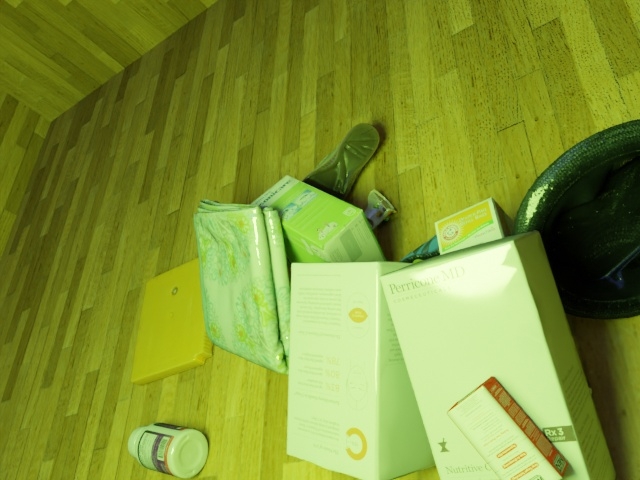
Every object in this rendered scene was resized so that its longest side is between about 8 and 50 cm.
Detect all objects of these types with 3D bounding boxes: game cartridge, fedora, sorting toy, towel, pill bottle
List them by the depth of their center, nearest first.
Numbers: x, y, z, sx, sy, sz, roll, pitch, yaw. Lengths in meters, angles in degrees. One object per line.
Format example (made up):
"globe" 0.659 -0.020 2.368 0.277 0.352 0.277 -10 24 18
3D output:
"fedora" 0.466 -0.041 0.957 0.334 0.334 0.152 -37 11 18
"towel" -0.181 0.094 1.363 0.320 0.090 0.374 7 107 56
"sorting toy" 0.129 -0.062 1.391 0.075 0.045 0.083 -48 42 16
"pill bottle" -0.363 0.485 1.407 0.194 0.108 0.108 -5 60 40
"game cartridge" -0.398 0.216 1.673 0.285 0.053 0.323 -22 52 30

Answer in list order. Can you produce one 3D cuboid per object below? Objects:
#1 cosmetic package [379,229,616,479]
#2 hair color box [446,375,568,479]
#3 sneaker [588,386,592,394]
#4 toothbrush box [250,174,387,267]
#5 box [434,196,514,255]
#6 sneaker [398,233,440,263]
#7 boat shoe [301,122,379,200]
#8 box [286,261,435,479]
"cosmetic package" 0.257 0.196 0.876 0.217 0.156 0.385 -21 87 32
"hair color box" 0.240 0.256 0.779 0.141 0.043 0.072 51 120 16
"sneaker" 0.395 0.215 0.968 0.044 0.040 0.109 -26 50 5
"toothbrush box" 0.000 0.000 1.321 0.122 0.206 0.283 -42 38 -17
"box" 0.300 0.033 1.047 0.114 0.203 0.103 -25 48 28
"sneaker" 0.243 0.022 1.223 0.209 0.069 0.082 -34 11 32
"boat shoe" 0.035 -0.161 1.510 0.302 0.109 0.098 -52 2 1
"box" 0.073 0.212 1.057 0.215 0.168 0.345 -2 84 46
